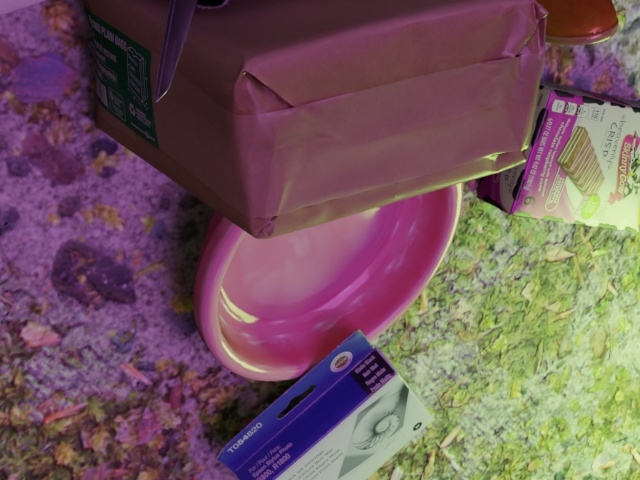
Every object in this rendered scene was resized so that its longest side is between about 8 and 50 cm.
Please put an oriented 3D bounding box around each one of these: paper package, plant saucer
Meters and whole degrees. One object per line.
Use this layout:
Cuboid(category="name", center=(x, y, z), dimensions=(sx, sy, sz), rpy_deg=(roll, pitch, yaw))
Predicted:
Cuboid(category="paper package", center=(-0.019, -0.160, 1.210), dimensions=(0.309, 0.325, 0.168), rpy_deg=(-17, 122, -29))
Cuboid(category="plant saucer", center=(0.000, 0.000, 1.422), dimensions=(0.332, 0.084, 0.332), rpy_deg=(-24, 139, -23))

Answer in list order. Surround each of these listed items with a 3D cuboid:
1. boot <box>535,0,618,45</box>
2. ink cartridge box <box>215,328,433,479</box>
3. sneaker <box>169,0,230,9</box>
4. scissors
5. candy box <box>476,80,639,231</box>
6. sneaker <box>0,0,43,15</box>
Cuboid(category="boot", center=(0.203, -0.339, 1.301), dimensions=(0.104, 0.295, 0.211), rpy_deg=(-14, 130, -14))
Cuboid(category="ink cartridge box", center=(0.012, 0.230, 1.554), dimensions=(0.223, 0.045, 0.224), rpy_deg=(-41, 145, -2))
Cuboid(category="sneaker", center=(-0.013, -0.284, 1.146), dimensions=(0.447, 0.169, 0.258), rpy_deg=(16, 69, -16))
Cuboid(category="scissors", center=(-0.096, -0.241, 1.000), dimensions=(0.109, 0.021, 0.297), rpy_deg=(31, 66, -8))
Cuboid(category="candy box", center=(0.319, -0.103, 1.638), dimensions=(0.233, 0.071, 0.159), rpy_deg=(5, 109, -37))
Cuboid(category="sneaker", center=(-0.293, -0.270, 1.120), dimensions=(0.255, 0.094, 0.151), rpy_deg=(-29, 123, -22))
